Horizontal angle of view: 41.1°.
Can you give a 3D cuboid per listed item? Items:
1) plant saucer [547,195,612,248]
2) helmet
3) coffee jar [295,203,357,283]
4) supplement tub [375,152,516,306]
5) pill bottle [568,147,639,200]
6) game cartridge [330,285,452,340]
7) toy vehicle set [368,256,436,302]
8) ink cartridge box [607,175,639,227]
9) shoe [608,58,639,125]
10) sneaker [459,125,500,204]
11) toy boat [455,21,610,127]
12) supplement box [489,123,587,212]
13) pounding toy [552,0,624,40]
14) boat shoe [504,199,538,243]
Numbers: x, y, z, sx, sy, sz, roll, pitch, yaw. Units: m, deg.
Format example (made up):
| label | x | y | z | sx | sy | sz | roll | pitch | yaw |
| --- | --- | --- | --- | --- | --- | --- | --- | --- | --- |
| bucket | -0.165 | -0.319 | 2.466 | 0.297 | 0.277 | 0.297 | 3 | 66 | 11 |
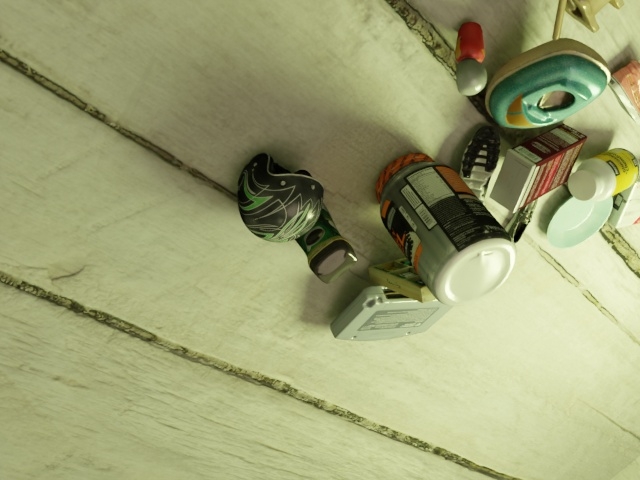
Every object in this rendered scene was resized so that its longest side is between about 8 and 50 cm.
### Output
| label | x | y | z | sx | sy | sz | roll | pitch | yaw |
| --- | --- | --- | --- | --- | --- | --- | --- | --- | --- |
| plant saucer | 0.652 | -0.064 | 2.179 | 0.195 | 0.037 | 0.195 | -17 | 135 | -17 |
| helmet | -0.077 | -0.077 | 1.652 | 0.169 | 0.161 | 0.169 | -16 | 135 | -17 |
| coffee jar | 0.000 | 0.000 | 1.752 | 0.096 | 0.184 | 0.079 | -39 | 137 | 9 |
| supplement tub | 0.247 | -0.032 | 1.769 | 0.193 | 0.316 | 0.194 | -15 | 135 | -16 |
| pill bottle | 0.669 | -0.152 | 2.023 | 0.184 | 0.103 | 0.103 | -22 | 141 | -39 |
| game cartridge | 0.176 | 0.177 | 2.079 | 0.294 | 0.060 | 0.196 | 1 | 141 | -35 |
| toy vehicle set | 0.238 | 0.078 | 1.919 | 0.166 | 0.267 | 0.035 | -14 | 103 | -19 |
| ink cartridge box | 0.809 | -0.115 | 2.203 | 0.109 | 0.063 | 0.150 | -10 | 133 | -22 |
| shoe | 0.720 | -0.336 | 1.944 | 0.081 | 0.063 | 0.178 | -39 | 133 | 15 |
| sneaker | 0.341 | -0.145 | 1.898 | 0.078 | 0.106 | 0.234 | 10 | 108 | 1 |
| toy boat | 0.390 | -0.308 | 1.683 | 0.318 | 0.148 | 0.267 | 18 | 152 | -26 |
| supplement box | 0.487 | -0.165 | 1.905 | 0.239 | 0.073 | 0.130 | -25 | 142 | -40 |
| pounding toy | 0.454 | -0.474 | 1.615 | 0.155 | 0.154 | 0.269 | -45 | 155 | 14 |
| boat shoe | 0.499 | -0.055 | 2.096 | 0.049 | 0.040 | 0.142 | 1 | 128 | -31 |
